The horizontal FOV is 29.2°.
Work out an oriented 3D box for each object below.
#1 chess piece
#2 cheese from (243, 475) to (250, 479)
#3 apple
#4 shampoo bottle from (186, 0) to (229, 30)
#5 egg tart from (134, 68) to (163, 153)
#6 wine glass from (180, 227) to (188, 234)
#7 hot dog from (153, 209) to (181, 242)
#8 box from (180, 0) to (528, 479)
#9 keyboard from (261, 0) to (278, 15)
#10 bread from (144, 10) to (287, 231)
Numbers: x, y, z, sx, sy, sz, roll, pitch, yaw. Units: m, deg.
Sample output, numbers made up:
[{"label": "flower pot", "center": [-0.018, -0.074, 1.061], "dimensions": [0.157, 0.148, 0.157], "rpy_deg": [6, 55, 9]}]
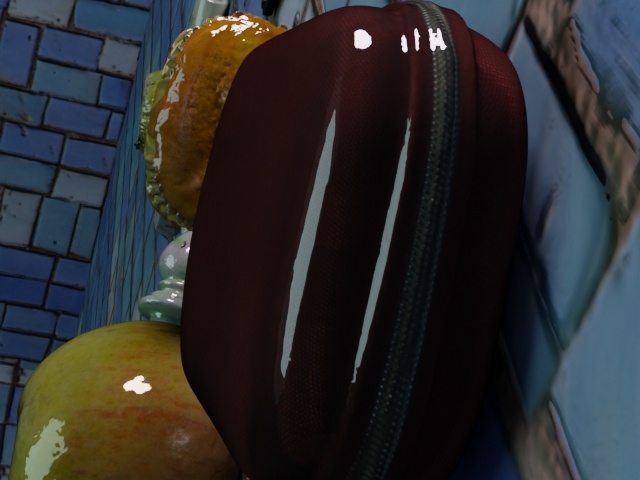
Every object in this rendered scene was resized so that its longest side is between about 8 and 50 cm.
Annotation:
[{"label": "chess piece", "center": [-0.162, 0.095, 1.302], "dimensions": [0.139, 0.139, 0.271], "rpy_deg": [130, 159, -64]}, {"label": "cheese", "center": [-0.066, 0.242, 0.969], "dimensions": [0.047, 0.017, 0.111], "rpy_deg": [168, 112, -72]}, {"label": "apple", "center": [-0.173, 0.196, 1.068], "dimensions": [0.261, 0.194, 0.260], "rpy_deg": [-169, 90, -78]}, {"label": "shampoo bottle", "center": [-0.180, -0.258, 1.771], "dimensions": [0.072, 0.049, 0.212], "rpy_deg": [-105, 30, -54]}, {"label": "egg tart", "center": [-0.253, -0.198, 1.967], "dimensions": [0.197, 0.078, 0.197], "rpy_deg": [-169, 90, -79]}, {"label": "wine glass", "center": [-0.151, -0.015, 1.488], "dimensions": [0.039, 0.042, 0.083], "rpy_deg": [26, -112, -65]}, {"label": "hot dog", "center": [-0.189, -0.065, 1.652], "dimensions": [0.192, 0.053, 0.099], "rpy_deg": [115, 162, -54]}, {"label": "box", "center": [0.000, 0.000, 0.696], "dimensions": [0.404, 0.108, 0.263], "rpy_deg": [-155, 76, -76]}, {"label": "keyboard", "center": [-0.014, -0.371, 1.246], "dimensions": [0.309, 0.018, 0.100], "rpy_deg": [117, 158, -49]}, {"label": "bread", "center": [-0.079, -0.097, 1.053], "dimensions": [0.114, 0.132, 0.190], "rpy_deg": [-176, 95, -75]}]
